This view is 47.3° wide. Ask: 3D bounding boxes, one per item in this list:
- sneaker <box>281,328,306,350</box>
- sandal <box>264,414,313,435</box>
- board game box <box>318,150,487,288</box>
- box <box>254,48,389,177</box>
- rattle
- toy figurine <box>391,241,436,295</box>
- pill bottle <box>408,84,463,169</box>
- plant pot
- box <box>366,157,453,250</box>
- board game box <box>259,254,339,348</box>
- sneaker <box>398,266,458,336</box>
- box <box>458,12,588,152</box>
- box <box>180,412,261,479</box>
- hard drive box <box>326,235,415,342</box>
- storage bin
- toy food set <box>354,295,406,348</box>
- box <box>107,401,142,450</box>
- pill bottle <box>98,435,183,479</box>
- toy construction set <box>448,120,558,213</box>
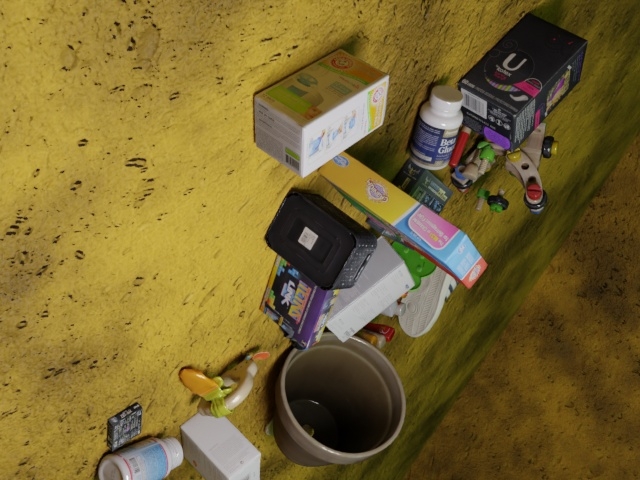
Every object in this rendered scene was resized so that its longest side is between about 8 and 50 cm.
[{"bbox_3d":[-0.051,0.202,1.683,0.188,0.078,0.067,101,0,-66],"label":"sneaker"},{"bbox_3d":[-0.040,0.503,2.014,0.240,0.079,0.088,-2,114,-49],"label":"sandal"},{"bbox_3d":[0.166,-0.042,1.439,0.064,0.316,0.242,-53,153,1],"label":"board game box"},{"bbox_3d":[0.003,-0.211,1.190,0.203,0.114,0.103,-36,148,-31],"label":"box"},{"bbox_3d":[-0.204,0.265,1.545,0.130,0.143,0.200,-34,-166,52],"label":"rattle"},{"bbox_3d":[0.218,0.102,1.922,0.159,0.130,0.173,109,-1,-53],"label":"toy figurine"},{"bbox_3d":[0.253,-0.245,1.580,0.094,0.094,0.169,-32,147,-36],"label":"pill bottle"},{"bbox_3d":[0.013,0.434,1.846,0.323,0.323,0.280,-31,163,-37],"label":"plant pot"},{"bbox_3d":[0.220,-0.082,1.770,0.183,0.059,0.232,-56,153,7],"label":"box"},{"bbox_3d":[-0.042,0.112,1.490,0.048,0.141,0.170,-21,140,-47],"label":"board game box"},{"bbox_3d":[0.352,0.134,2.172,0.148,0.131,0.350,-11,132,-48],"label":"sneaker"},{"bbox_3d":[0.463,-0.366,1.690,0.270,0.165,0.143,-45,152,-15],"label":"box"},{"bbox_3d":[-0.220,0.471,1.612,0.091,0.170,0.130,-33,148,-32],"label":"box"},{"bbox_3d":[0.099,0.119,1.735,0.232,0.089,0.181,-37,154,-1],"label":"hard drive box"},{"bbox_3d":[0.000,0.000,1.374,0.084,0.180,0.122,-1,124,-59],"label":"storage bin"},{"bbox_3d":[0.151,0.210,2.015,0.232,0.104,0.111,-56,147,-31],"label":"toy food set"},{"bbox_3d":[-0.372,0.355,1.393,0.067,0.018,0.083,-29,145,-40],"label":"box"},{"bbox_3d":[-0.354,0.446,1.459,0.160,0.087,0.087,-8,130,-55],"label":"pill bottle"},{"bbox_3d":[0.466,-0.230,1.876,0.308,0.257,0.237,31,78,-42],"label":"toy construction set"}]
